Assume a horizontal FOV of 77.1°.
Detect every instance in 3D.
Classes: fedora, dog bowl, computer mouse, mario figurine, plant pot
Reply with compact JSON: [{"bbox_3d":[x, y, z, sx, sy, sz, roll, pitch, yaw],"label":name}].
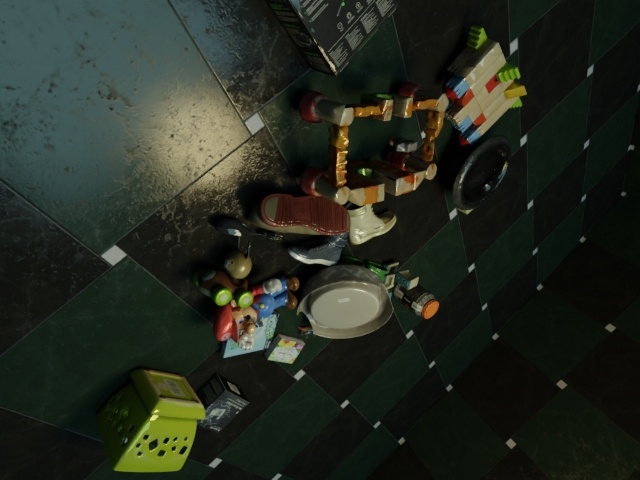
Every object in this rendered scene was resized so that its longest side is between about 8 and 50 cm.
[{"bbox_3d":[0.610,-0.287,1.626,0.334,0.152,0.334,-20,129,-28],"label":"fedora"},{"bbox_3d":[0.086,0.224,1.472,0.348,0.102,0.349,-3,135,-3],"label":"dog bowl"},{"bbox_3d":[-0.203,-0.032,1.197,0.242,0.071,0.041,10,101,-44],"label":"computer mouse"},{"bbox_3d":[-0.191,0.236,1.288,0.320,0.170,0.198,-26,99,-39],"label":"mario figurine"},{"bbox_3d":[-0.500,0.530,1.220,0.227,0.228,0.207,35,86,-46],"label":"plant pot"}]

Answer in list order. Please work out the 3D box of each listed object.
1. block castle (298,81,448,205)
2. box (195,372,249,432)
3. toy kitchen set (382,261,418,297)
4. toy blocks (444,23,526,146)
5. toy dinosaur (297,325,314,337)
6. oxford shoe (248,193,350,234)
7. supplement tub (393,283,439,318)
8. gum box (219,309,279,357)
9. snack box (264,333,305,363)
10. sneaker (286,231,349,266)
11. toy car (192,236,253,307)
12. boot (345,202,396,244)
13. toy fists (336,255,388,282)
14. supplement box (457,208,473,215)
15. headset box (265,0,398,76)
[{"bbox_3d":[0.150,-0.300,1.210,0.453,0.213,0.303,-19,124,-32],"label":"block castle"},{"bbox_3d":[-0.372,0.588,1.450,0.158,0.093,0.156,-43,136,-7],"label":"box"},{"bbox_3d":[0.298,0.214,1.693,0.122,0.166,0.207,-14,125,-33],"label":"toy kitchen set"},{"bbox_3d":[0.539,-0.511,1.428,0.261,0.191,0.381,-46,138,12],"label":"toy blocks"},{"bbox_3d":[-0.039,0.354,1.606,0.082,0.047,0.090,-43,128,-35],"label":"toy dinosaur"},{"bbox_3d":[-0.059,-0.076,1.254,0.348,0.130,0.123,9,75,-37],"label":"oxford shoe"},{"bbox_3d":[0.432,0.262,1.817,0.117,0.190,0.117,-20,128,-28],"label":"supplement tub"},{"bbox_3d":[-0.249,0.323,1.410,0.184,0.041,0.157,-1,117,-39],"label":"gum box"},{"bbox_3d":[-0.139,0.424,1.570,0.141,0.037,0.100,28,100,-46],"label":"snack box"},{"bbox_3d":[-0.001,-0.001,1.364,0.226,0.086,0.163,9,114,-45],"label":"sneaker"},{"bbox_3d":[-0.260,0.076,1.169,0.149,0.155,0.188,17,96,-44],"label":"toy car"},{"bbox_3d":[0.185,-0.096,1.465,0.213,0.077,0.165,-27,130,-19],"label":"boot"},{"bbox_3d":[0.154,0.155,1.591,0.279,0.096,0.142,13,111,-45],"label":"toy fists"},{"bbox_3d":[0.666,-0.176,1.815,0.083,0.056,0.083,-37,135,-14],"label":"supplement box"},{"bbox_3d":[0.015,-0.594,0.955,0.246,0.131,0.283,-50,136,-1],"label":"headset box"}]
